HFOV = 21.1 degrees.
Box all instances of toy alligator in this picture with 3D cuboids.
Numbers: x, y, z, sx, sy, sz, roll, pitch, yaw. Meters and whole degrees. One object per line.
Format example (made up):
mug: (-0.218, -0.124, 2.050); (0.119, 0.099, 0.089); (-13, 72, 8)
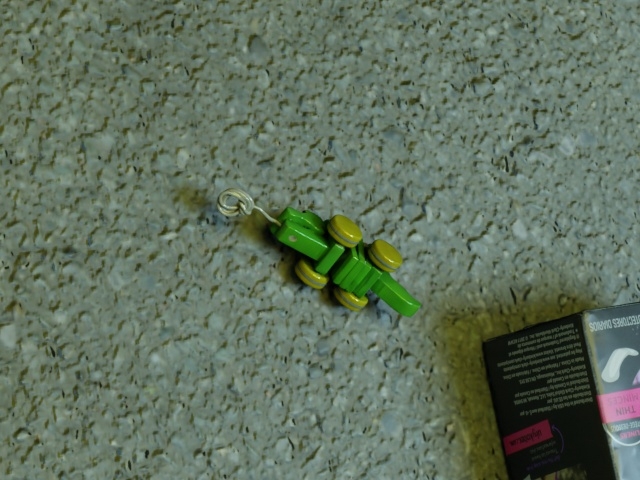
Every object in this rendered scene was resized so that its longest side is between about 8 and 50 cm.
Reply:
toy alligator: (0.000, 0.000, 1.354); (0.189, 0.056, 0.051); (31, 23, -18)

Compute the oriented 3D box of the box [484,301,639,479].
box: (0.259, 0.189, 1.394); (0.165, 0.143, 0.270); (-7, 82, -30)
